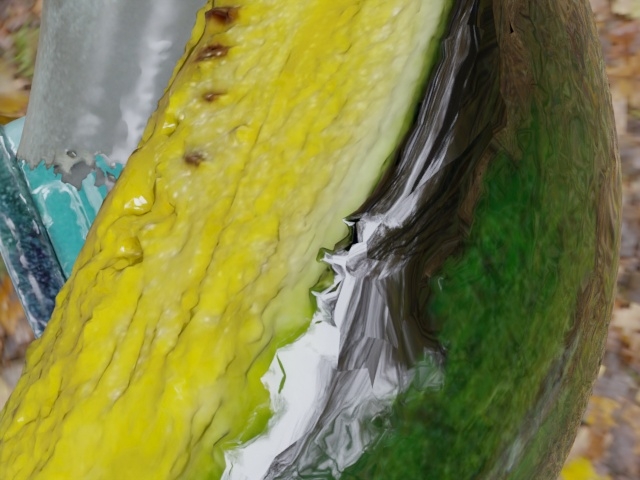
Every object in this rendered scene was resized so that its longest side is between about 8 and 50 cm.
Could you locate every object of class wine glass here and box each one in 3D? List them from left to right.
[{"bbox_3d":[-0.034,-0.122,0.634,0.103,0.103,0.222,13,98,-11],"label":"wine glass"}]

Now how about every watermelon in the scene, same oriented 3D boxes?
[{"bbox_3d":[0.000,0.000,0.459,0.123,0.129,0.301,49,56,-49],"label":"watermelon"}]

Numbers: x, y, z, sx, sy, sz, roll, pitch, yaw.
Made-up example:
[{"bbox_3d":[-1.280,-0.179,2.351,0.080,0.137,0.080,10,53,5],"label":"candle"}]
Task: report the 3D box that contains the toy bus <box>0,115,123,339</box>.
[{"bbox_3d":[-0.054,-0.001,0.881,0.147,0.256,0.128,-23,84,6],"label":"toy bus"}]
